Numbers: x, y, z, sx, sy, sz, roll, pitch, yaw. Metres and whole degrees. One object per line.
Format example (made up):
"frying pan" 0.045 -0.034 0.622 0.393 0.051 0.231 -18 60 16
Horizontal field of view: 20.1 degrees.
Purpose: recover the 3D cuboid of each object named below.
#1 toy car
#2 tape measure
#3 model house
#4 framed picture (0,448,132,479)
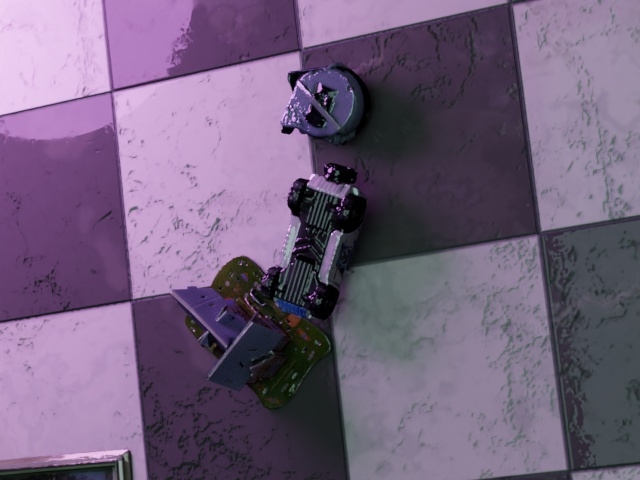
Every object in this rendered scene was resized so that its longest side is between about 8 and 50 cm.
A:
"toy car" 0.000 0.000 1.969 0.080 0.070 0.170 19 95 25
"tape measure" 0.007 -0.152 1.989 0.094 0.054 0.091 11 96 28
"model house" -0.090 0.100 1.992 0.167 0.088 0.117 46 105 21
"framed picture" -0.315 0.399 2.109 0.232 0.019 0.296 -9 82 24
